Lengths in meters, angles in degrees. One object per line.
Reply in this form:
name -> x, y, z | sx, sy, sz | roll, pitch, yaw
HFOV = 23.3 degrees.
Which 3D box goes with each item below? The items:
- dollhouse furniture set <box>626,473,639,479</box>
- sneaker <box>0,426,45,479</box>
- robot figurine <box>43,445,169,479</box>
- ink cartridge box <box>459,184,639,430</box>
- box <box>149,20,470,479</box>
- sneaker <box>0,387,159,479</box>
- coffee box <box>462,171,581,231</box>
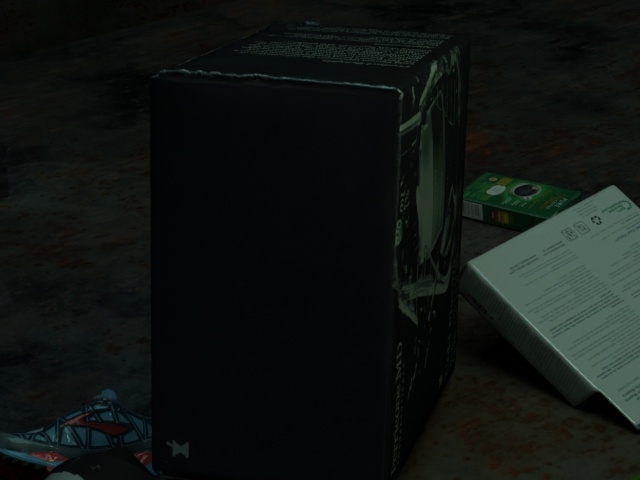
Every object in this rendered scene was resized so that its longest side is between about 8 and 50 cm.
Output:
dollhouse furniture set -> 0.479, 0.352, 1.595 | 0.198, 0.151, 0.301 | -15, 29, -21
sneaker -> -0.386, 0.279, 1.937 | 0.258, 0.094, 0.091 | -8, 9, -23
robot figurine -> -0.259, 0.343, 1.694 | 0.174, 0.209, 0.278 | 14, 29, 7
ink cartridge box -> 0.409, 0.098, 2.155 | 0.324, 0.071, 0.330 | -25, 61, -36
box -> 0.000, 0.000, 1.905 | 0.297, 0.479, 0.472 | 5, 16, 15
sneaker -> -0.283, 0.244, 1.897 | 0.262, 0.104, 0.125 | 7, 62, -23
coffee box -> 0.324, -0.060, 2.565 | 0.184, 0.040, 0.113 | 14, 32, 32
